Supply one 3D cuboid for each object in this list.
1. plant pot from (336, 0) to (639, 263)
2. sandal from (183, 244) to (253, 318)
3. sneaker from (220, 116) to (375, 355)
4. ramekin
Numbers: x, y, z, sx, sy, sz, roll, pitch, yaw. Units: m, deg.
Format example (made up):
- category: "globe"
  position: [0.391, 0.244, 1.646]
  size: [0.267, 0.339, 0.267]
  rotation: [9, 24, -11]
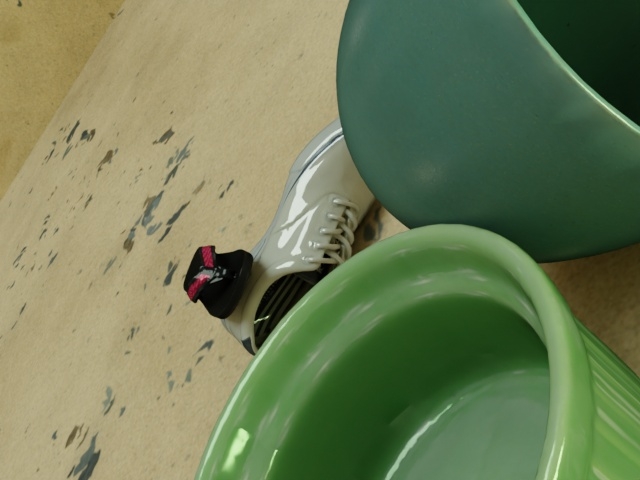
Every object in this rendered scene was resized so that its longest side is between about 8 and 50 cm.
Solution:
- category: "plant pot"
  position: [0.144, -0.117, 0.646]
  size: [0.235, 0.293, 0.293]
  rotation: [-42, 27, 53]
- category: "sandal"
  position: [-0.111, 0.033, 0.962]
  size: [0.179, 0.040, 0.067]
  rotation: [8, 75, 66]
- category: "sneaker"
  position: [0.000, 0.000, 0.943]
  size: [0.258, 0.094, 0.091]
  rotation: [-59, 36, 12]
- category: "ramekin"
  position: [0.065, 0.156, 0.596]
  size: [0.303, 0.148, 0.303]
  rotation: [-37, 33, 30]
